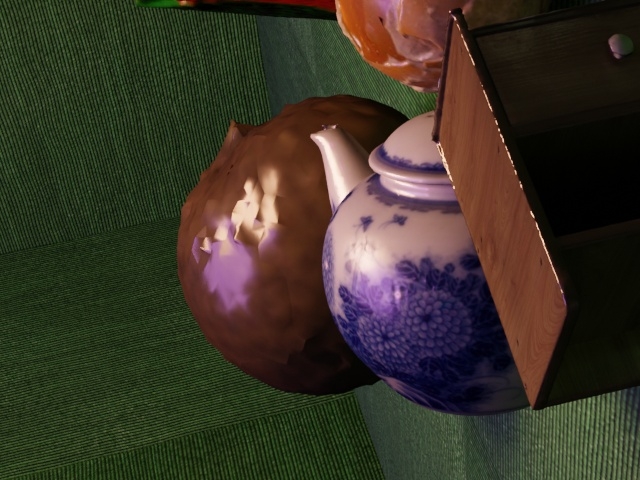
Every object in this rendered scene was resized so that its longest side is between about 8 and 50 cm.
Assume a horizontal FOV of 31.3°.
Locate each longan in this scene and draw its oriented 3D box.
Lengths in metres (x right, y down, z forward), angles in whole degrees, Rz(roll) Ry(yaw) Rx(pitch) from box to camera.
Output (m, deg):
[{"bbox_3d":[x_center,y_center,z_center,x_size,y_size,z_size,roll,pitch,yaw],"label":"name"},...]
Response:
[{"bbox_3d":[0.000,0.000,1.455,0.391,0.391,0.391,167,90,-84],"label":"longan"}]

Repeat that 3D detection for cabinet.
[{"bbox_3d":[0.185,-0.039,0.700,0.148,0.175,0.215,88,168,-59],"label":"cabinet"}]

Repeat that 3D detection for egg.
[{"bbox_3d":[0.102,-0.226,0.986,0.233,0.195,0.195,-127,25,-70],"label":"egg"}]

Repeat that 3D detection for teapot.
[{"bbox_3d":[0.126,-0.010,0.936,0.424,0.252,0.280,22,124,50],"label":"teapot"}]

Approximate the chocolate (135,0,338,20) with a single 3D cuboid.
[{"bbox_3d":[-0.041,-0.352,1.361,0.341,0.360,0.161,-147,59,-80],"label":"chocolate"}]
